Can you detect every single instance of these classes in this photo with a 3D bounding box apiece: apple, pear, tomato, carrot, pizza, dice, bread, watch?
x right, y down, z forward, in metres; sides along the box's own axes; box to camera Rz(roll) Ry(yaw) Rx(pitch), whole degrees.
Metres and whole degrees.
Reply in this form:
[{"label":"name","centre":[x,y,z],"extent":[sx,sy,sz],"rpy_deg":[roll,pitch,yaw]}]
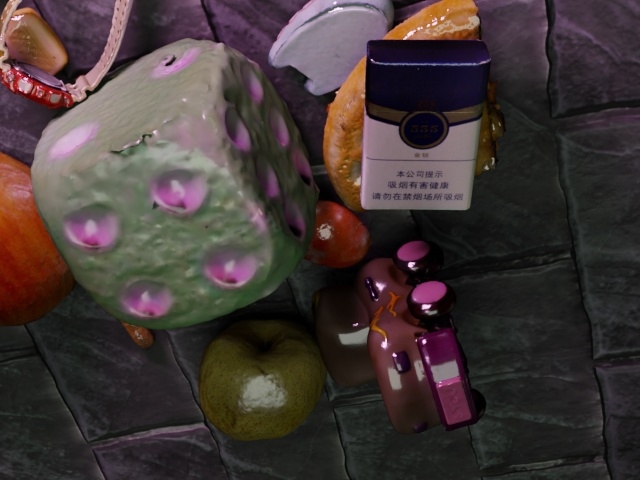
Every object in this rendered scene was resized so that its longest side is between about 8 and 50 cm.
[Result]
[{"label":"apple","centre":[-0.535,-0.002,1.708],"extent":[0.346,0.179,0.254],"rpy_deg":[43,77,-25]},{"label":"pear","centre":[-0.102,0.253,1.846],"extent":[0.229,0.188,0.211],"rpy_deg":[1,122,-2]},{"label":"tomato","centre":[0.000,0.000,1.712],"extent":[0.156,0.069,0.155],"rpy_deg":[16,150,10]},{"label":"carrot","centre":[-0.349,0.134,1.867],"extent":[0.036,0.035,0.165],"rpy_deg":[-24,118,17]},{"label":"pizza","centre":[0.151,-0.190,1.561],"extent":[0.278,0.114,0.408],"rpy_deg":[10,135,-16]},{"label":"dice","centre":[-0.205,-0.086,1.540],"extent":[0.330,0.318,0.322],"rpy_deg":[-22,122,17]},{"label":"bread","centre":[-0.435,-0.295,1.560],"extent":[0.082,0.056,0.115],"rpy_deg":[-36,130,3]},{"label":"watch","centre":[-0.364,-0.321,1.486],"extent":[0.165,0.102,0.268],"rpy_deg":[12,110,-28]}]

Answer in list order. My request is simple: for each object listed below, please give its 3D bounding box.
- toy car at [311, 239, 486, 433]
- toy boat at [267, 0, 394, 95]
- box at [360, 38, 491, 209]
[{"label":"toy car","centre":[0.118,0.170,1.693],"extent":[0.240,0.340,0.271],"rpy_deg":[-17,122,3]},{"label":"toy boat","centre":[0.021,-0.306,1.540],"extent":[0.134,0.078,0.208],"rpy_deg":[33,129,-27]},{"label":"box","centre":[0.142,-0.161,1.473],"extent":[0.168,0.071,0.259],"rpy_deg":[0,132,0]}]
